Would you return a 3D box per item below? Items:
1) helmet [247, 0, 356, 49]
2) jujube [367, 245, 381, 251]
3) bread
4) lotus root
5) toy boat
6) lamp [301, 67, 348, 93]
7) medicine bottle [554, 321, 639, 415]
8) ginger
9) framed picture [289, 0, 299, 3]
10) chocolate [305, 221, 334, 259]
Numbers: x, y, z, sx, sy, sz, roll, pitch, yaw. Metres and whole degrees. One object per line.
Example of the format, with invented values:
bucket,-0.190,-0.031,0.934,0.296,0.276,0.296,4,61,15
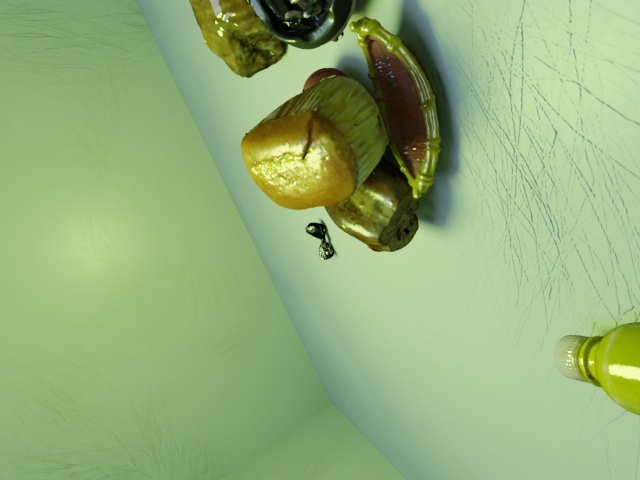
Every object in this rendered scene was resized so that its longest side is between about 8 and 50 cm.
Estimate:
helmet,-0.029,-0.476,0.729,0.198,0.154,0.253,-28,80,35
jujube,0.159,-0.021,1.010,0.077,0.077,0.129,54,149,19
bread,-0.025,-0.166,0.754,0.288,0.156,0.204,-2,123,48
lotus root,0.107,-0.098,0.889,0.291,0.193,0.193,51,160,46
toy boat,0.145,-0.234,0.709,0.141,0.099,0.317,14,133,61
lamp,0.021,-0.282,0.884,0.182,0.140,0.181,-175,90,-86
medicine bottle,0.423,0.168,0.528,0.121,0.122,0.212,62,161,-2
ginger,-0.204,-0.559,0.970,0.223,0.201,0.269,58,160,5
framed picture,0.032,-0.512,0.514,0.339,0.014,0.255,-6,115,42
chocolate,0.003,-0.001,1.429,0.070,0.072,0.147,30,150,50
